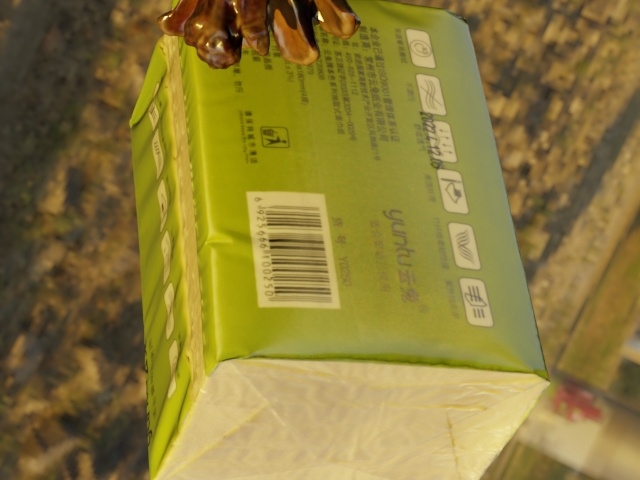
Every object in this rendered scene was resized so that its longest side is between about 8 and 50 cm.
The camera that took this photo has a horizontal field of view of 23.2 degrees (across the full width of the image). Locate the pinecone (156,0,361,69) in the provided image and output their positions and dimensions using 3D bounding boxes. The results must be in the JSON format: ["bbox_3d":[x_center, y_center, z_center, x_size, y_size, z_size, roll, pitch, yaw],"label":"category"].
[{"bbox_3d":[-0.027,-0.188,0.796,0.185,0.169,0.212,56,26,-54],"label":"pinecone"}]

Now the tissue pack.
[{"bbox_3d":[0.000,0.000,0.948,0.167,0.200,0.274,116,-28,-48],"label":"tissue pack"}]
